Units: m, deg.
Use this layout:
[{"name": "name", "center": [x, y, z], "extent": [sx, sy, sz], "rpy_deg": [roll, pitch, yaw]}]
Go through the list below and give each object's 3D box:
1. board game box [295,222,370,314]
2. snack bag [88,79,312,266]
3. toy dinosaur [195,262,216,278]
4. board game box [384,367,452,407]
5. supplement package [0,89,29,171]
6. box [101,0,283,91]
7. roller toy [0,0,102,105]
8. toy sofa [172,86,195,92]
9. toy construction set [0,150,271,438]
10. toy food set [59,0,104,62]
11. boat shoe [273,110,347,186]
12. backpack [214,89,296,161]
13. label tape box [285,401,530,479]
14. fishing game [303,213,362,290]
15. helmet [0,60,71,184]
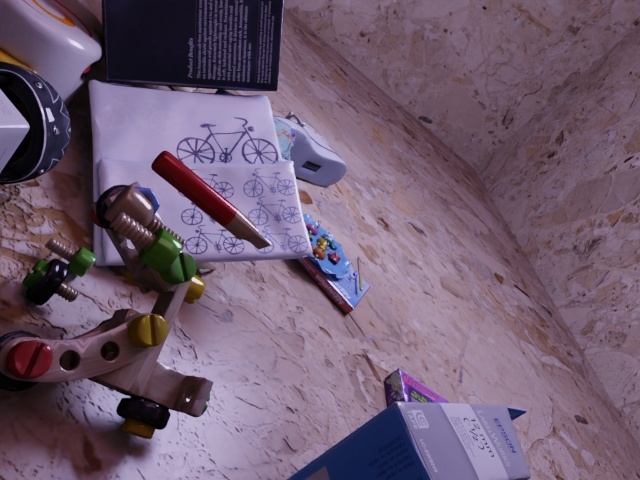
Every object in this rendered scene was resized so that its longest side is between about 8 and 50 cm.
[{"name": "board game box", "center": [-0.011, 0.027, 1.261], "extent": [0.281, 0.027, 0.145], "rpy_deg": [47, 23, 2]}, {"name": "snack bag", "center": [-0.194, -0.118, 0.924], "extent": [0.323, 0.037, 0.342], "rpy_deg": [-1, 63, -22]}, {"name": "toy dinosaur", "center": [-0.211, 0.037, 0.897], "extent": [0.183, 0.053, 0.092], "rpy_deg": [19, 35, -45]}, {"name": "board game box", "center": [0.268, 0.408, 1.109], "extent": [0.347, 0.056, 0.208], "rpy_deg": [36, 31, -22]}, {"name": "supplement package", "center": [-0.470, -0.104, 0.522], "extent": [0.199, 0.198, 0.263], "rpy_deg": [49, 24, 5]}, {"name": "box", "center": [-0.249, -0.385, 1.086], "extent": [0.294, 0.182, 0.296], "rpy_deg": [0, 18, -18]}, {"name": "roller toy", "center": [-0.457, -0.301, 0.905], "extent": [0.209, 0.146, 0.191], "rpy_deg": [46, 16, 18]}, {"name": "toy sofa", "center": [-0.245, -0.502, 1.292], "extent": [0.150, 0.362, 0.177], "rpy_deg": [40, 19, -15]}, {"name": "toy construction set", "center": [-0.174, 0.073, 0.637], "extent": [0.237, 0.309, 0.257], "rpy_deg": [40, 33, -25]}, {"name": "toy food set", "center": [-0.565, -0.485, 1.108], "extent": [0.306, 0.092, 0.220], "rpy_deg": [54, 14, 12]}, {"name": "boat shoe", "center": [-0.071, -0.260, 1.475], "extent": [0.367, 0.136, 0.156], "rpy_deg": [14, 40, -54]}, {"name": "backpack", "center": [-0.168, -0.152, 1.104], "extent": [0.225, 0.191, 0.253], "rpy_deg": [27, 37, -11]}, {"name": "label tape box", "center": [0.132, 0.326, 0.767], "extent": [0.348, 0.249, 0.115], "rpy_deg": [20, 35, -44]}, {"name": "fishing game", "center": [0.000, 0.000, 1.242], "extent": [0.264, 0.041, 0.189], "rpy_deg": [39, 23, -14]}, {"name": "helmet", "center": [-0.405, -0.147, 0.727], "extent": [0.162, 0.169, 0.169], "rpy_deg": [-6, 54, -37]}]
